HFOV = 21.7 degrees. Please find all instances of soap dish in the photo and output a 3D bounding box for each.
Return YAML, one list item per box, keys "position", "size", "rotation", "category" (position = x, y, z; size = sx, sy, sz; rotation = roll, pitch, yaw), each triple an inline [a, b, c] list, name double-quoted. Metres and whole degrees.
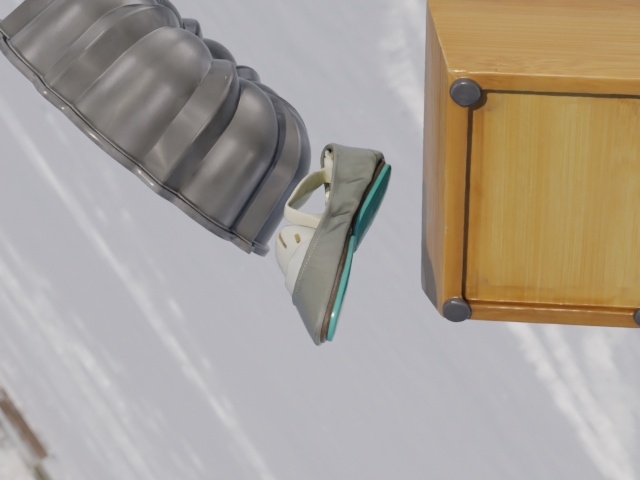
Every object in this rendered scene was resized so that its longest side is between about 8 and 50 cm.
- position: [0.195, -0.056, 1.358]
  size: [0.118, 0.229, 0.291]
  rotation: [-78, -11, -54]
  category: "soap dish"

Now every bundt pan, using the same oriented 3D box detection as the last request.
- position: [-0.136, -0.136, 1.529]
  size: [0.331, 0.124, 0.331]
  rotation: [41, -174, -5]
  category: "bundt pan"

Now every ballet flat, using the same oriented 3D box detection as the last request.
- position: [0.000, 0.000, 1.239]
  size: [0.068, 0.213, 0.072]
  rotation: [15, 128, 5]
  category: "ballet flat"
